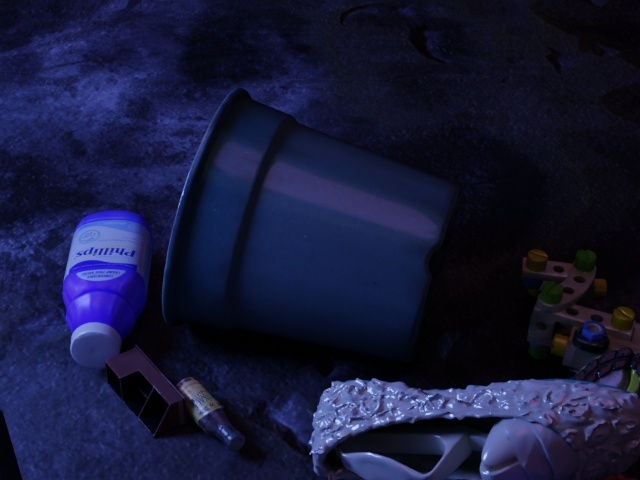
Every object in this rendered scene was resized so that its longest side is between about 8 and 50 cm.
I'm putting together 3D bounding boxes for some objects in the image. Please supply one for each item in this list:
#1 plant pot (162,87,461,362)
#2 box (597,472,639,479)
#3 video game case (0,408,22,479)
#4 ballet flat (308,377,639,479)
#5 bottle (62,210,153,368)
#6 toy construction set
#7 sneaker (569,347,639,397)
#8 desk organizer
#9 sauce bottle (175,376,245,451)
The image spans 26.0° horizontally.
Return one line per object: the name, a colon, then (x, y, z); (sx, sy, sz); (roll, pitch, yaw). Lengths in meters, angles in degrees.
plant pot: (0.000, 0.000, 1.880); (0.334, 0.341, 0.341); (16, 36, 8)
box: (0.352, 0.338, 1.508); (0.201, 0.057, 0.293); (24, 14, 27)
video game case: (-0.436, 0.252, 1.511); (0.248, 0.275, 0.035); (13, 44, 16)
ballet flat: (0.170, 0.241, 1.580); (0.408, 0.147, 0.147); (-2, 30, 27)
bottle: (-0.302, 0.067, 1.948); (0.118, 0.092, 0.283); (-3, 34, 1)
toy construction set: (0.421, 0.107, 1.889); (0.327, 0.151, 0.215); (3, 32, 21)
sneaker: (0.289, 0.241, 1.717); (0.299, 0.121, 0.111); (-21, 60, -1)
desk organizer: (-0.228, 0.196, 1.804); (0.050, 0.047, 0.130); (-22, 41, -27)
sauce bottle: (-0.140, 0.223, 1.772); (0.042, 0.042, 0.128); (-23, 41, -31)
